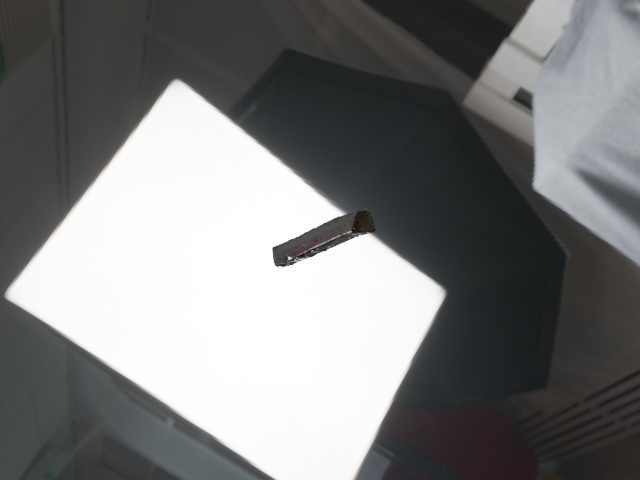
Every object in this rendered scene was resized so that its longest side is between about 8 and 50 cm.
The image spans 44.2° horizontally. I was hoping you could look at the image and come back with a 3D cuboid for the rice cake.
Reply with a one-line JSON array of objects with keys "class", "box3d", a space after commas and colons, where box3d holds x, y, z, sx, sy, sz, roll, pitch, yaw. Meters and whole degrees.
[{"class": "rice cake", "box3d": [0.000, -0.001, 1.025, 0.033, 0.033, 0.208, -4, -12, -37]}]
